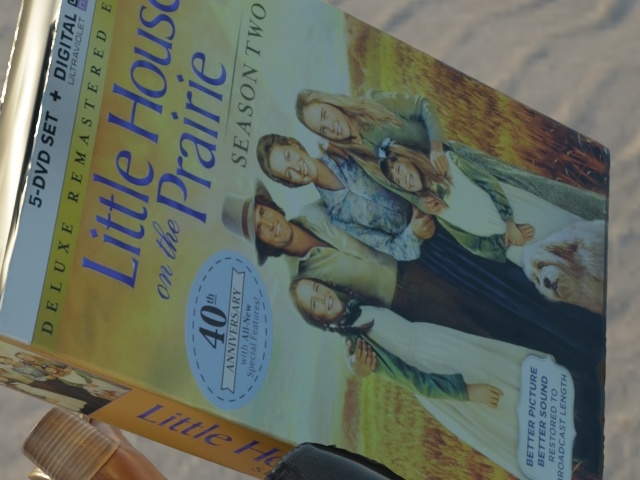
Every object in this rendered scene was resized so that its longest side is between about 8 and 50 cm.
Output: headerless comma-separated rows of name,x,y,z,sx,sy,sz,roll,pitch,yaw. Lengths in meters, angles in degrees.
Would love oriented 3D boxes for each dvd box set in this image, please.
dvd box set,0.000,0.000,1.199,0.062,0.420,0.308,-31,43,47

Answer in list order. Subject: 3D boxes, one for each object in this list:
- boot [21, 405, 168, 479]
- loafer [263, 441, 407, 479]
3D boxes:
boot,-0.129,0.184,1.380,0.152,0.073,0.197,39,-2,6
loafer,-0.010,0.227,1.119,0.134,0.366,0.130,-24,63,-36
